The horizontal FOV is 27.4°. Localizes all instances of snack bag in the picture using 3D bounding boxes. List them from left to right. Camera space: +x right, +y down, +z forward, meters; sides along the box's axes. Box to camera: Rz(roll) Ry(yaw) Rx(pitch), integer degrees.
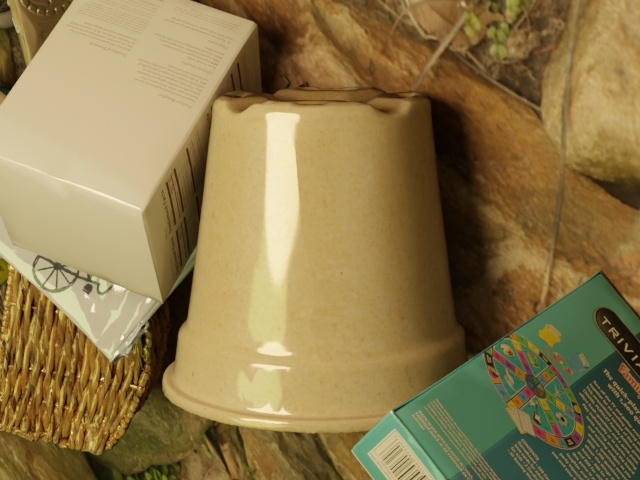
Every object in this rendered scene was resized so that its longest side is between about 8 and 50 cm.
[{"bbox_3d":[-0.264,-0.076,1.611,0.342,0.037,0.323,42,95,11],"label":"snack bag"}]

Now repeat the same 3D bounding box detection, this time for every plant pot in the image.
[{"bbox_3d":[0.000,0.000,1.352,0.334,0.334,0.305,9,104,41],"label":"plant pot"}]

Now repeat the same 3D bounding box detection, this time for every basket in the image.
[{"bbox_3d":[-0.307,0.110,1.788,0.214,0.223,0.299,12,107,2],"label":"basket"}]

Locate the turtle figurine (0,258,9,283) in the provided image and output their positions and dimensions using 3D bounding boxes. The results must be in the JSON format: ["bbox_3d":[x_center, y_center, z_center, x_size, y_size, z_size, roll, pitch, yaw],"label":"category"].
[{"bbox_3d":[-0.574,0.081,2.077,0.217,0.087,0.269,-36,68,37],"label":"turtle figurine"}]

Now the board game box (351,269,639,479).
[{"bbox_3d":[0.226,0.201,1.184,0.253,0.336,0.079,52,136,12],"label":"board game box"}]

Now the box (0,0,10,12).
[{"bbox_3d":[-0.474,-0.372,1.688,0.045,0.191,0.184,-36,82,48],"label":"box"}]

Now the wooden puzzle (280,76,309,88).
[{"bbox_3d":[-0.023,-0.149,1.496,0.049,0.006,0.083,-19,96,47],"label":"wooden puzzle"}]

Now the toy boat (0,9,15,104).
[{"bbox_3d":[-0.442,-0.192,1.798,0.267,0.148,0.318,25,132,41],"label":"toy boat"}]

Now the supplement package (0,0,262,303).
[{"bbox_3d":[-0.208,-0.113,1.431,0.199,0.262,0.198,21,151,12],"label":"supplement package"}]

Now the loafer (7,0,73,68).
[{"bbox_3d":[-0.352,-0.301,1.671,0.092,0.102,0.268,34,127,57],"label":"loafer"}]
